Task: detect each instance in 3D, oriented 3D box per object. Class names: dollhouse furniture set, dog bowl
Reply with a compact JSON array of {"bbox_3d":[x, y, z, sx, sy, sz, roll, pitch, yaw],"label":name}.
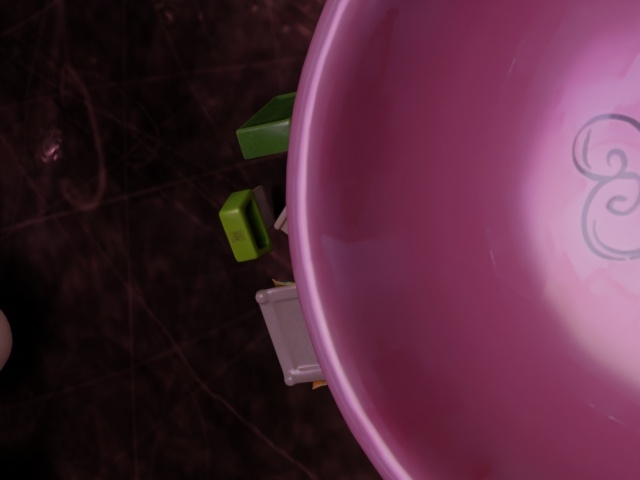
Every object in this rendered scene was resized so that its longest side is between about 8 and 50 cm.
[{"bbox_3d":[0.000,0.000,0.776,0.076,0.058,0.151,-11,108,28],"label":"dollhouse furniture set"},{"bbox_3d":[0.162,-0.017,0.587,0.408,0.150,0.407,3,96,34],"label":"dog bowl"}]

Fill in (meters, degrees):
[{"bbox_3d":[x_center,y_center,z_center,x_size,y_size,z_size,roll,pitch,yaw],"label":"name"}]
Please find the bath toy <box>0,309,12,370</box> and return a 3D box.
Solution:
[{"bbox_3d":[-0.267,0.186,0.923,0.129,0.151,0.348,-160,71,-68],"label":"bath toy"}]
